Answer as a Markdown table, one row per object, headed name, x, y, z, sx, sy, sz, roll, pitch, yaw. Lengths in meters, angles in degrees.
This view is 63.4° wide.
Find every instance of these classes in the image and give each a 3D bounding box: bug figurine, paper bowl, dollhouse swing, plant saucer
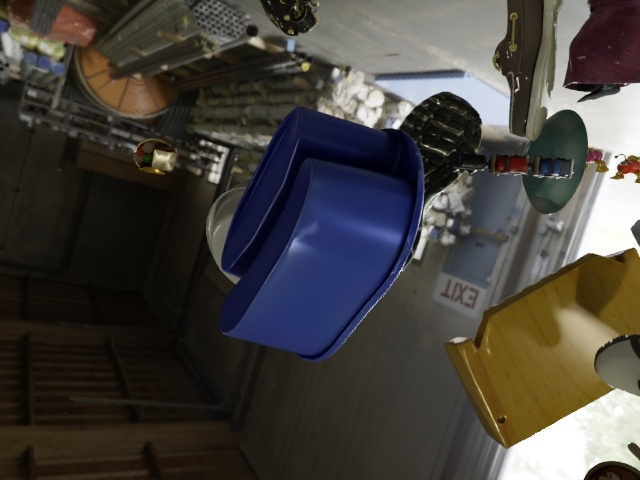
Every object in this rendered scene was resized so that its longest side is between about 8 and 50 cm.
| name | x | y | z | sx | sy | sz | roll | pitch | yaw |
| --- | --- | --- | --- | --- | --- | --- | --- | --- | --- |
| bug figurine | 0.781 | -0.217 | 1.435 | 0.216 | 0.072 | 0.279 | -9 | -160 | -37 |
| paper bowl | -0.144 | 0.003 | 1.230 | 0.284 | 0.285 | 0.148 | 18 | -150 | 16 |
| dollhouse swing | 0.413 | 0.182 | 1.023 | 0.315 | 0.346 | 0.305 | 62 | 178 | -13 |
| plant saucer | 0.415 | -0.146 | 0.954 | 0.037 | 0.195 | 0.195 | 7 | -175 | -8 |

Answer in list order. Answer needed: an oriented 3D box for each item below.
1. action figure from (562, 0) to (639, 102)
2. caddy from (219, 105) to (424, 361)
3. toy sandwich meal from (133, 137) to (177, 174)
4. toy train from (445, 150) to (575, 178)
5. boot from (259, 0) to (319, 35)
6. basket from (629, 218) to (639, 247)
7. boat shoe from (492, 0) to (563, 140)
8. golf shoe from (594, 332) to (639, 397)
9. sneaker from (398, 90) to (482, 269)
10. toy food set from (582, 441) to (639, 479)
| name | x | y | z | sx | sy | sz | roll | pitch | yaw |
| --- | --- | --- | --- | --- | --- | --- | --- | --- | --- |
| action figure | 0.579 | -0.474 | 1.017 | 0.247 | 0.371 | 0.275 | -13 | -171 | -21 |
| caddy | 0.000 | 0.000 | 0.669 | 0.179 | 0.341 | 0.241 | 17 | -142 | -23 |
| toy sandwich meal | -0.329 | -0.164 | 1.032 | 0.085 | 0.086 | 0.029 | 15 | -152 | -31 |
| toy train | 0.233 | -0.093 | 0.630 | 0.158 | 0.027 | 0.036 | 4 | -176 | 1 |
| boot | -0.074 | -0.608 | 1.202 | 0.377 | 0.138 | 0.284 | 38 | 175 | 32 |
| basket | 0.517 | 0.011 | 0.673 | 0.167 | 0.103 | 0.113 | 35 | -151 | 4 |
| boat shoe | 0.352 | -0.338 | 0.889 | 0.096 | 0.325 | 0.116 | 10 | -164 | 31 |
| golf shoe | 0.474 | 0.198 | 0.682 | 0.105 | 0.120 | 0.272 | 54 | 157 | -13 |
| sneaker | 0.141 | -0.095 | 0.854 | 0.129 | 0.330 | 0.147 | 32 | 178 | -5 |
| toy food set | 0.504 | 0.434 | 0.858 | 0.132 | 0.192 | 0.039 | 49 | 169 | 28 |
